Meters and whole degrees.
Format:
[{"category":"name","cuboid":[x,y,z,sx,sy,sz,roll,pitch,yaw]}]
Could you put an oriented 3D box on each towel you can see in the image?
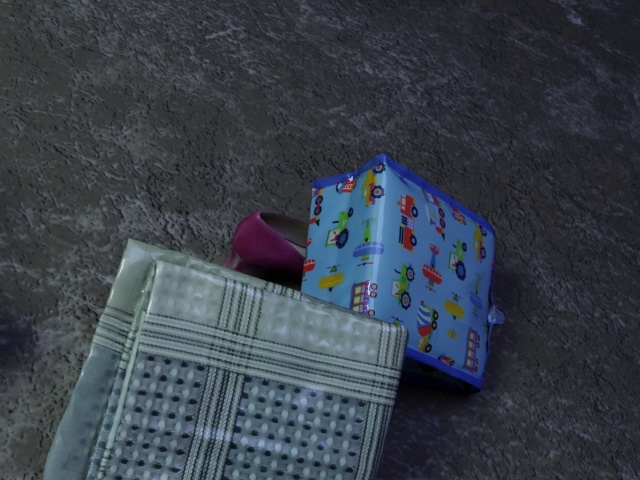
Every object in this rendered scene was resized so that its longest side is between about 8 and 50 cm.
[{"category":"towel","cuboid":[-0.089,0.188,0.922,0.324,0.056,0.312,18,84,-13]}]

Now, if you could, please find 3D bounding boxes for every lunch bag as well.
[{"category":"lunch bag","cuboid":[0.129,0.057,1.156,0.293,0.138,0.221,21,66,-35]}]

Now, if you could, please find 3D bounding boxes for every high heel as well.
[{"category":"high heel","cuboid":[0.000,0.000,1.182,0.244,0.117,0.082,2,54,-27]}]
